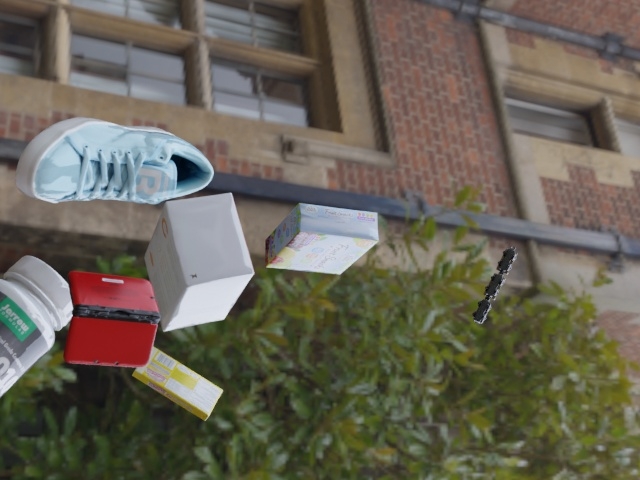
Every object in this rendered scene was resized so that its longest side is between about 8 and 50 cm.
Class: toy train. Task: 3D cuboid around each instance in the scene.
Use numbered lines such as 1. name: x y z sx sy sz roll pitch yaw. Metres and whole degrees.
1. toy train: 0.319 0.082 1.803 0.158 0.027 0.036 -61 162 -12

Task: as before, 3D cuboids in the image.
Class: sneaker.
1. sneaker: -0.311 -0.120 1.589 0.150 0.366 0.135 21 -68 29

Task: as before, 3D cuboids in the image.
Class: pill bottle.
1. pill bottle: -0.693 0.210 2.073 0.361 0.204 0.204 -49 -168 -30

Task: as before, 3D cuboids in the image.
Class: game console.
1. game console: -0.337 0.124 1.567 0.085 0.144 0.124 -56 -139 32

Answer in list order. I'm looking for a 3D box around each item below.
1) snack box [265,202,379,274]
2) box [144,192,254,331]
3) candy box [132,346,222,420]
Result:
1. snack box: 0.000 0.000 2.039 0.207 0.174 0.070 138 -46 -59
2. box: -0.304 0.059 2.410 0.345 0.168 0.215 128 -52 -62
3. candy box: -0.341 0.342 2.372 0.027 0.205 0.105 -56 -177 34
